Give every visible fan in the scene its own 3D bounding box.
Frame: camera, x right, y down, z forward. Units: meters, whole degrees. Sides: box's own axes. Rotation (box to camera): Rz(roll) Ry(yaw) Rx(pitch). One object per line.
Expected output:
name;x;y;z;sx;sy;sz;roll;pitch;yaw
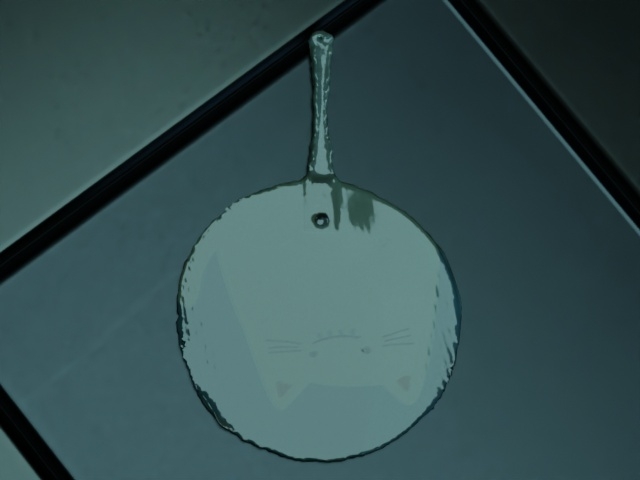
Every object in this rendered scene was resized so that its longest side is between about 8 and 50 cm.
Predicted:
fan;0.000;0.000;0.684;0.113;0.005;0.175;1;78;-6
